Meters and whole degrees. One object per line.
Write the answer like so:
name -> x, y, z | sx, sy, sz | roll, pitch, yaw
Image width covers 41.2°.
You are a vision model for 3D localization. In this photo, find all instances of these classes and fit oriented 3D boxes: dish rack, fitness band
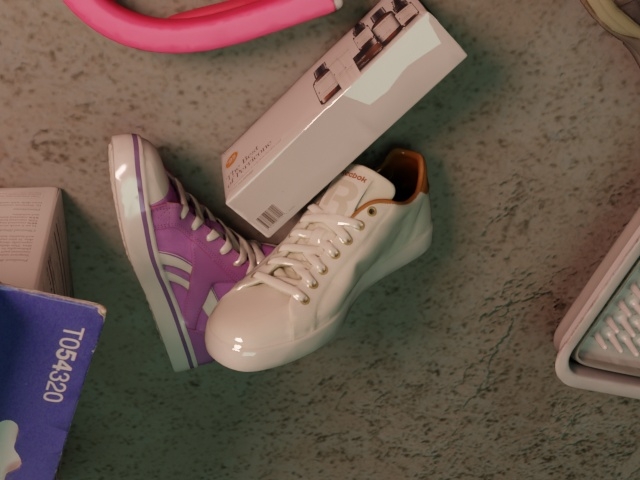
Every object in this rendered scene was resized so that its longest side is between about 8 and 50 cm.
dish rack -> 0.425, 0.036, 0.951 | 0.286, 0.072, 0.332 | 13, 119, -25
fitness band -> -0.082, -0.264, 0.680 | 0.291, 0.054, 0.209 | -17, 124, -1

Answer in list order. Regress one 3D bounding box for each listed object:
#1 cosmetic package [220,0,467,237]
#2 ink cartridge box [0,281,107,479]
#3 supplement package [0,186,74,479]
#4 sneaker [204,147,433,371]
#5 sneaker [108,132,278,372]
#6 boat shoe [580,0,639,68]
cosmetic package -> 0.011, -0.118, 0.766 | 0.239, 0.099, 0.060 | -42, 118, 16
ink cartridge box -> -0.346, 0.148, 0.571 | 0.330, 0.071, 0.324 | 15, 118, -16
supplement package -> -0.331, 0.102, 0.743 | 0.199, 0.262, 0.198 | -2, 123, -9
sneaker -> 0.000, 0.000, 0.773 | 0.290, 0.106, 0.123 | -38, 138, -40
sneaker -> -0.103, 0.000, 0.828 | 0.161, 0.102, 0.282 | -16, 134, -5
boat shoe -> 0.301, -0.227, 0.719 | 0.130, 0.132, 0.355 | -27, 136, 31
